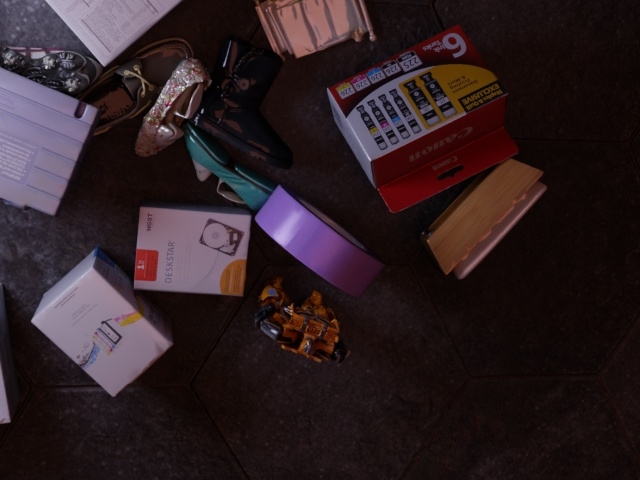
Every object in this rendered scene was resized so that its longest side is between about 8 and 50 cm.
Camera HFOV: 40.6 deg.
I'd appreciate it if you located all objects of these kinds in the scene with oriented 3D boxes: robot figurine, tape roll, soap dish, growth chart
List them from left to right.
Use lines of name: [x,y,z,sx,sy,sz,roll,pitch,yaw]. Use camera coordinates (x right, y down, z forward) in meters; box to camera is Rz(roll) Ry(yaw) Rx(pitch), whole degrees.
robot figurine: [-0.042,0.164,1.809,0.211,0.291,0.085,22,99,-15]
growth chart: [-0.012,-0.470,1.800,0.237,0.021,0.172,-17,105,-6]
tape roll: [0.000,0.000,1.785,0.274,0.275,0.090,35,96,-16]
soap dish: [0.341,-0.054,1.870,0.118,0.229,0.291,43,93,0]

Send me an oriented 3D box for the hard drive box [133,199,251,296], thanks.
hard drive box: [-0.272,0.017,1.837,0.232,0.089,0.181,4,102,-11]

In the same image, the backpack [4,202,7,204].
backpack: [-0.625,-0.181,1.697,0.188,0.144,0.166,45,93,-7]

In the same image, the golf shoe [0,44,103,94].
golf shoe: [-0.561,-0.331,1.698,0.272,0.120,0.105,7,110,11]

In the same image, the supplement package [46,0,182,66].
supplement package: [-0.370,-0.491,1.636,0.262,0.199,0.198,-40,107,1]

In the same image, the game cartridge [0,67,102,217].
game cartridge: [-0.613,-0.206,1.596,0.355,0.068,0.230,23,93,-8]

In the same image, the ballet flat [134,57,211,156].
ballet flat: [-0.297,-0.254,1.743,0.077,0.091,0.241,42,113,22]

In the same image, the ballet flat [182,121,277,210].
ballet flat: [-0.207,-0.143,1.817,0.247,0.083,0.087,37,109,-14]

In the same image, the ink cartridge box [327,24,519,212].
ink cartridge box: [0.214,-0.247,1.766,0.309,0.130,0.272,-27,65,-3]

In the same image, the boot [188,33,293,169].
boot: [-0.125,-0.285,1.786,0.246,0.094,0.207,28,101,-9]

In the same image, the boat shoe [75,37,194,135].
boat shoe: [-0.383,-0.301,1.736,0.305,0.091,0.109,-34,107,-1]

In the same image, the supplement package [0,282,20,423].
supplement package: [-0.747,0.240,1.774,0.204,0.145,0.262,-6,104,-9]

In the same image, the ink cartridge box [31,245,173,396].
ink cartridge box: [-0.444,0.166,1.798,0.168,0.171,0.233,-41,108,2]
